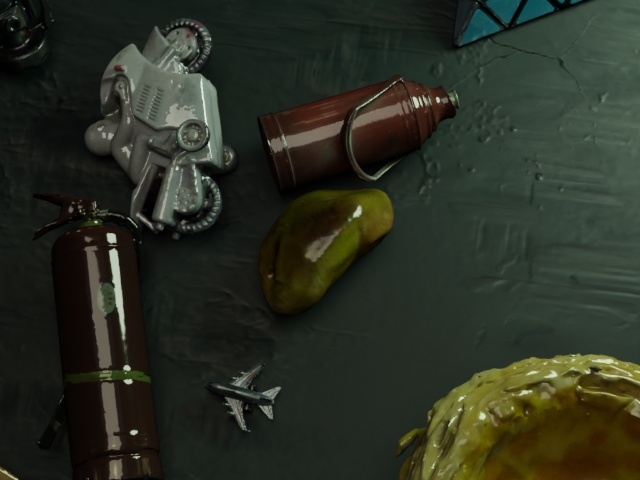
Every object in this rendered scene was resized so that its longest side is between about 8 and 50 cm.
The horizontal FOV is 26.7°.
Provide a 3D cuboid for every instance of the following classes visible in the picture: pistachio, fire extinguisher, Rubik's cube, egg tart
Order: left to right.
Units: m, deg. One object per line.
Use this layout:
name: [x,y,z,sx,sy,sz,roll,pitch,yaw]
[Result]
fire extinguisher: [-0.252,0.103,1.474,0.141,0.105,0.341,-9,73,-4]
pistachio: [-0.001,-0.003,1.513,0.189,0.100,0.110,-43,59,-12]
Rubik's cube: [0.223,-0.375,1.604,0.211,0.178,0.190,-25,69,-9]
egg tart: [0.247,0.304,1.366,0.387,0.169,0.388,1,73,-5]

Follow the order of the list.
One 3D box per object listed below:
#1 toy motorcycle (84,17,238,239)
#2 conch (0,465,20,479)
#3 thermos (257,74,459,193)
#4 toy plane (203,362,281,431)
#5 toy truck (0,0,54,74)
toy motorcycle: [-0.193,-0.127,1.565,0.170,0.110,0.260,-8,77,15]
conch: [-0.361,0.296,1.427,0.330,0.093,0.109,27,54,-11]
thermos: [0.048,-0.134,1.564,0.232,0.099,0.124,-18,31,-6]
toy plane: [-0.088,0.170,1.488,0.083,0.031,0.079,13,71,5]
toy truck: [-0.442,-0.260,1.598,0.224,0.147,0.165,-33,51,-13]
